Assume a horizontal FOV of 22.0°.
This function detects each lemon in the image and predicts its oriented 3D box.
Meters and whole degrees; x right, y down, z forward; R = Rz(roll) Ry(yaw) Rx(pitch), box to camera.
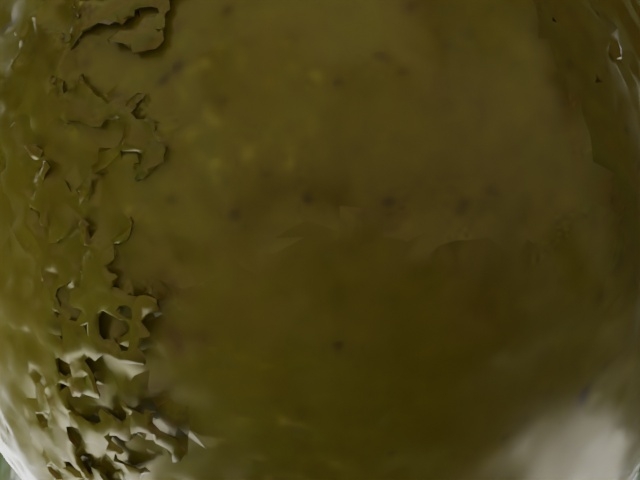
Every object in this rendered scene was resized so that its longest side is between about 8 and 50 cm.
[{"bbox_3d":[0.000,0.000,0.554,0.258,0.310,0.258,-10,-148,7],"label":"lemon"}]
